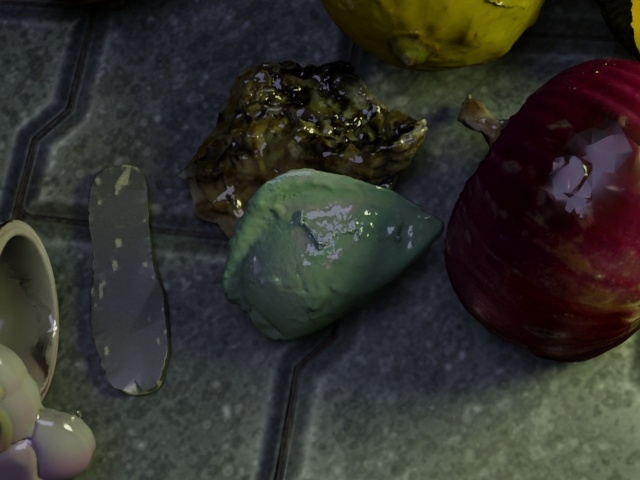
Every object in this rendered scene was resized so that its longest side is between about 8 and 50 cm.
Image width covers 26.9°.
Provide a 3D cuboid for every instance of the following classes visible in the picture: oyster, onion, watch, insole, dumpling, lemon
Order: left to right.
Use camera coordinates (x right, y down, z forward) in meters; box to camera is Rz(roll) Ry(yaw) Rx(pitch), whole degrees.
[{"bbox_3d":[-0.315,0.104,1.278,0.210,0.248,0.218,-3,44,12],"label":"watch"},{"bbox_3d":[-0.197,0.038,1.357,0.081,0.011,0.248,-11,69,7],"label":"insole"},{"bbox_3d":[-0.028,-0.086,1.331,0.214,0.083,0.223,40,89,24],"label":"oyster"},{"bbox_3d":[0.005,0.011,1.242,0.216,0.149,0.105,-27,59,12],"label":"dumpling"},{"bbox_3d":[0.114,-0.303,1.283,0.260,0.260,0.284,32,66,20],"label":"lemon"},{"bbox_3d":[0.226,-0.028,1.176,0.272,0.230,0.256,14,75,11],"label":"onion"}]

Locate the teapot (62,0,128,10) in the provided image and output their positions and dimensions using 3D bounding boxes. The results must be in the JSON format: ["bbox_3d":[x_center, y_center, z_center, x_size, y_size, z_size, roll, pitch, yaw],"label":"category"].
[{"bbox_3d":[-0.259,-0.307,1.441,0.252,0.135,0.178,-1,35,31],"label":"teapot"}]

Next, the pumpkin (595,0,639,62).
[{"bbox_3d":[0.296,-0.238,1.256,0.111,0.278,0.163,26,107,47],"label":"pumpkin"}]
